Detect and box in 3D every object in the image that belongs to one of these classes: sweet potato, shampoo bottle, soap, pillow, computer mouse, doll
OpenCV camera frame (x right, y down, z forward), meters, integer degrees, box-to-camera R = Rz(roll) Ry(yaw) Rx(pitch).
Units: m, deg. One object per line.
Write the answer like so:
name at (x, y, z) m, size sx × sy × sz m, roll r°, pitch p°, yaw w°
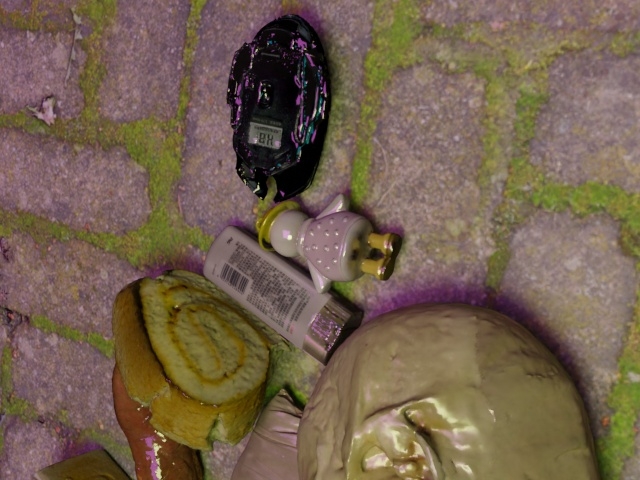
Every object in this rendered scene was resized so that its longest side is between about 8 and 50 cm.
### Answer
sweet potato at (-0.227, 0.312, 1.098) m, size 0.095 × 0.106 × 0.355 m, roll -17°, pitch 99°, yaw -4°
shampoo bottle at (-0.055, 0.069, 0.999) m, size 0.227 × 0.056 × 0.086 m, roll 33°, pitch 103°, yaw 25°
soap at (-0.319, 0.428, 1.130) m, size 0.232 × 0.140 × 0.073 m, roll 39°, pitch 112°, yaw 23°
pillow at (0.010, 0.306, 0.968) m, size 0.270 × 0.067 × 0.173 m, roll 20°, pitch 99°, yaw 26°
computer mouse at (-0.044, -0.167, 0.967) m, size 0.146 × 0.077 × 0.242 m, roll 18°, pitch 105°, yaw 29°
doll at (0.000, 0.000, 0.950) m, size 0.207 × 0.081 × 0.129 m, roll 15°, pitch 93°, yaw 31°

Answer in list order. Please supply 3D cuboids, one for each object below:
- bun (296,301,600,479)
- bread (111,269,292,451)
bun at (0.121, 0.243, 0.787) m, size 0.361 × 0.213 × 0.361 m, roll -4°, pitch 75°, yaw 17°
bread at (-0.168, 0.147, 1.004) m, size 0.257 × 0.186 × 0.124 m, roll 45°, pitch 130°, yaw 26°
